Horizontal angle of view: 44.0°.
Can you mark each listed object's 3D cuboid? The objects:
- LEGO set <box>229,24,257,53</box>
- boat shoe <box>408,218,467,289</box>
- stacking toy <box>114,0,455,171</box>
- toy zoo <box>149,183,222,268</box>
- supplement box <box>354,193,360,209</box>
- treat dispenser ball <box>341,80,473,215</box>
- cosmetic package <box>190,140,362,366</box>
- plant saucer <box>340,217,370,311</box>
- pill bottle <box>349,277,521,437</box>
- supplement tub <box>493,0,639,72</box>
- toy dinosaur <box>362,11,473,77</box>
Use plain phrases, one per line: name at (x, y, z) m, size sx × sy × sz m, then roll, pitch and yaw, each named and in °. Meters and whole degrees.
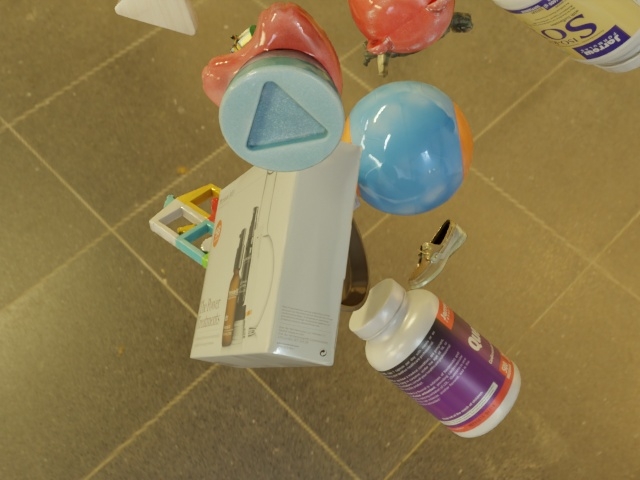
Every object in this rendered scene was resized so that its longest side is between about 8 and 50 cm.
LEGO set at (-0.113, -0.349, 1.936) m, size 0.331 × 0.192 × 0.255 m, roll 58°, pitch 36°, yaw 2°
boat shoe at (0.177, 0.020, 1.253) m, size 0.045 × 0.050 × 0.135 m, roll 50°, pitch 63°, yaw -15°
stacking toy at (-0.041, -0.214, 0.763) m, size 0.279 × 0.309 × 0.130 m, roll 30°, pitch 37°, yaw -22°
toy zoo at (-0.252, -0.036, 1.812) m, size 0.293 × 0.030 × 0.192 m, roll 32°, pitch 51°, yaw 29°
supplement box at (-0.048, -0.086, 1.657) m, size 0.130 × 0.073 × 0.239 m, roll -38°, pitch 32°, yaw -30°
treat dispenser ball at (0.183, -0.197, 1.708) m, size 0.288 × 0.288 × 0.288 m, roll 1°, pitch 60°, yaw -2°
cosmetic package at (-0.076, 0.033, 1.136) m, size 0.097 × 0.377 × 0.285 m, roll 16°, pitch 75°, yaw -20°
plant saucer at (0.000, 0.000, 1.408) m, size 0.041 × 0.278 × 0.278 m, roll -24°, pitch 57°, yaw 25°
pill bottle at (0.215, 0.218, 1.515) m, size 0.323 × 0.181 × 0.182 m, roll 40°, pitch 63°, yaw -13°
supplement tub at (0.501, -0.483, 1.505) m, size 0.331 × 0.241 × 0.241 m, roll 23°, pitch 55°, yaw -31°
toy dinosaur at (0.130, -0.311, 1.224) m, size 0.118 × 0.064 × 0.268 m, roll 11°, pitch 36°, yaw 41°
